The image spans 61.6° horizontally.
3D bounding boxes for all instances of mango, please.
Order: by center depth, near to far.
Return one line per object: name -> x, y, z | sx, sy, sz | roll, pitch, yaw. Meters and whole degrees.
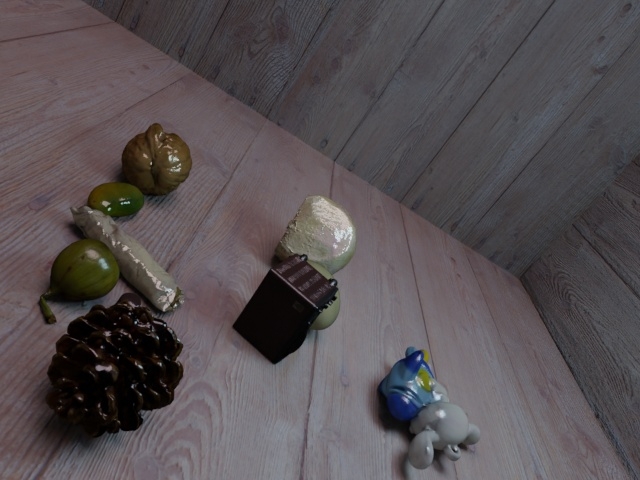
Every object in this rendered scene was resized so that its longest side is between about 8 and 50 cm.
mango -> -0.610, -0.124, 1.594 | 0.122, 0.085, 0.191 | 46, 24, 15

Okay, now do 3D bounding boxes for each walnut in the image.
walnut -> -0.545, -0.270, 1.797 | 0.224, 0.257, 0.257 | -5, 35, -10

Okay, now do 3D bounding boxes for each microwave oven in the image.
microwave oven -> -0.090, 0.192, 1.510 | 0.188, 0.247, 0.178 | 37, 26, 8

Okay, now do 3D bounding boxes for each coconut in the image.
coconut -> 0.000, 0.000, 1.929 | 0.254, 0.297, 0.297 | 33, 23, 0

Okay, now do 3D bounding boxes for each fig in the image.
fig -> -0.561, 0.087, 1.241 | 0.148, 0.186, 0.142 | 58, -19, 2

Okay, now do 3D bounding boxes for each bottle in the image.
bottle -> -0.435, 0.182, 1.149 | 0.060, 0.164, 0.060 | 29, 24, -14

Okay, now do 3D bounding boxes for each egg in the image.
egg -> -0.033, 0.171, 1.693 | 0.186, 0.186, 0.242 | 7, 38, -48

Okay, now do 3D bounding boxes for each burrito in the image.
burrito -> -0.510, 0.042, 1.432 | 0.392, 0.076, 0.117 | 42, 17, 11

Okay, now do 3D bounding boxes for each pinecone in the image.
pinecone -> -0.390, 0.253, 1.018 | 0.243, 0.243, 0.257 | 28, 38, -17

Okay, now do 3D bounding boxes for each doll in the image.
doll -> 0.299, 0.484, 1.599 | 0.366, 0.187, 0.376 | 60, 9, 28
